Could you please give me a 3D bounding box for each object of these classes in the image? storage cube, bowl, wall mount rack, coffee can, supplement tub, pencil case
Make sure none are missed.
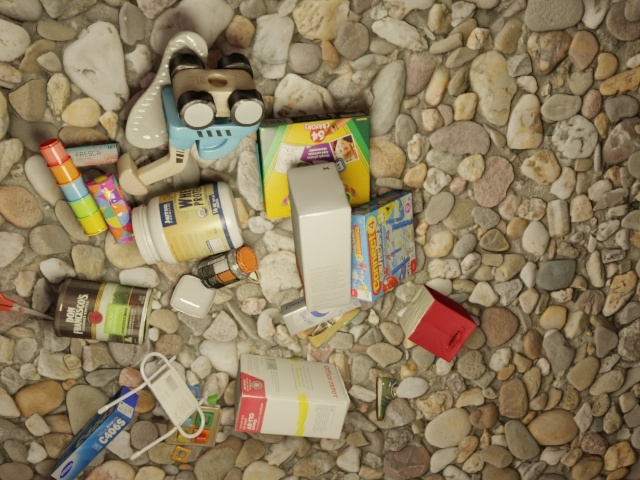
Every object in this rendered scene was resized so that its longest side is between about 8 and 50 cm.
[{"bbox_3d":[0.434,0.308,2.010,0.193,0.215,0.184,30,101,-10],"label":"storage cube"},{"bbox_3d":[-0.452,0.193,1.908,0.142,0.053,0.142,25,101,-17],"label":"bowl"},{"bbox_3d":[-0.581,0.582,1.879,0.130,0.304,0.350,-19,105,42],"label":"wall mount rack"},{"bbox_3d":[-0.722,0.239,1.800,0.275,0.201,0.202,9,105,-12],"label":"coffee can"},{"bbox_3d":[-0.428,-0.052,1.742,0.315,0.228,0.229,-15,109,-5],"label":"supplement tub"},{"bbox_3d":[-0.316,0.092,1.829,0.190,0.117,0.117,-20,112,27],"label":"supplement tub"},{"bbox_3d":[-0.662,-0.099,1.715,0.104,0.104,0.237,-17,120,-4],"label":"pencil case"}]

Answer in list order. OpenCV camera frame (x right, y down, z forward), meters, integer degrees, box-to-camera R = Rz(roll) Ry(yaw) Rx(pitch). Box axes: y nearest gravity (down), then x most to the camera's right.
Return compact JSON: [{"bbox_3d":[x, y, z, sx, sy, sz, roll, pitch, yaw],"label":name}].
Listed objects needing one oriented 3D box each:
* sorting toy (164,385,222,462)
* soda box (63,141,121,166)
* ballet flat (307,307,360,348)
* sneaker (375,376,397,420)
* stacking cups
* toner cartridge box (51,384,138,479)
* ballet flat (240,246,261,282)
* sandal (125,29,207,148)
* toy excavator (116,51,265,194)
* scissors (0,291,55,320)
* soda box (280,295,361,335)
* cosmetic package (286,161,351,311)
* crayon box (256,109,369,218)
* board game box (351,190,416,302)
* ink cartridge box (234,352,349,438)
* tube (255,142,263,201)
[{"bbox_3d":[-0.494,0.728,2.070,0.195,0.047,0.348,12,105,-13],"label":"sorting toy"},{"bbox_3d":[-0.740,-0.275,1.712,0.183,0.058,0.063,-7,108,-8],"label":"soda box"},{"bbox_3d":[0.047,0.317,2.018,0.232,0.080,0.073,-42,94,3],"label":"ballet flat"},{"bbox_3d":[0.269,0.643,2.158,0.086,0.064,0.192,-2,104,-4],"label":"sneaker"},{"bbox_3d":[-0.780,-0.163,1.677,0.095,0.096,0.316,-21,125,-2],"label":"stacking cups"},{"bbox_3d":[-0.819,0.708,1.949,0.348,0.165,0.075,-45,107,5],"label":"toner cartridge box"},{"bbox_3d":[-0.266,0.084,1.904,0.057,0.052,0.168,-38,109,1],"label":"ballet flat"},{"bbox_3d":[-0.474,-0.467,1.673,0.169,0.102,0.416,20,119,-38],"label":"sandal"},{"bbox_3d":[-0.406,-0.321,1.643,0.432,0.223,0.445,-7,144,-21],"label":"toy excavator"},{"bbox_3d":[-1.047,0.223,1.835,0.296,0.021,0.109,7,104,-10],"label":"scissors"},{"bbox_3d":[0.000,0.242,1.974,0.286,0.098,0.091,-22,109,-1],"label":"soda box"},{"bbox_3d":[0.000,0.000,1.735,0.161,0.230,0.454,-10,136,-7],"label":"cosmetic package"},{"bbox_3d":[-0.019,-0.253,1.777,0.362,0.106,0.313,-9,117,-11],"label":"crayon box"},{"bbox_3d":[0.214,0.013,1.851,0.301,0.086,0.309,-28,117,-46],"label":"board game box"},{"bbox_3d":[-0.115,0.569,1.959,0.384,0.279,0.161,9,106,-12],"label":"ink cartridge box"},{"bbox_3d":[-0.180,-0.235,1.824,0.080,0.052,0.207,-8,113,-2],"label":"tube"}]
